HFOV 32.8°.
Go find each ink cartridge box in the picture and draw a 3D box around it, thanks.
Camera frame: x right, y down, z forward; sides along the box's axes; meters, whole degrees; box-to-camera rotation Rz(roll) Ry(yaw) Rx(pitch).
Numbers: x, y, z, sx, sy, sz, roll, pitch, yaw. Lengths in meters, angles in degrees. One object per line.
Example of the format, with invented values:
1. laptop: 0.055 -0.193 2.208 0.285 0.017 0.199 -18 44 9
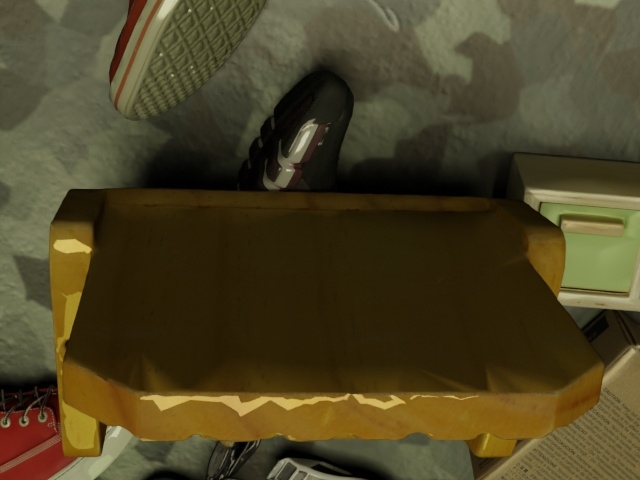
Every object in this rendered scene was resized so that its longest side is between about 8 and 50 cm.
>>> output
1. ink cartridge box: 0.283 0.204 0.988 0.234 0.088 0.193 40 108 -14

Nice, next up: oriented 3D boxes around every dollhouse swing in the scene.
1. dollhouse swing: -0.009 0.118 0.750 0.346 0.305 0.315 1 126 -7

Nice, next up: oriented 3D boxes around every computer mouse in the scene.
1. computer mouse: -0.018 0.243 1.037 0.193 0.042 0.106 19 91 -7

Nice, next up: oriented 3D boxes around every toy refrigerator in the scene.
1. toy refrigerator: 0.290 0.000 0.894 0.269 0.094 0.102 5 114 0

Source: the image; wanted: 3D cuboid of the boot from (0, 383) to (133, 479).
1. boot: -0.275 0.151 0.989 0.244 0.088 0.176 -40 105 21

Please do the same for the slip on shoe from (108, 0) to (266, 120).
1. slip on shoe: -0.090 -0.240 0.805 0.101 0.123 0.331 35 120 22

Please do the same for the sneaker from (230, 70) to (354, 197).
1. sneaker: 0.000 0.000 0.913 0.162 0.106 0.281 22 121 -16

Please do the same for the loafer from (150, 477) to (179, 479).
1. loafer: -0.182 0.358 1.073 0.096 0.084 0.268 21 115 -6
